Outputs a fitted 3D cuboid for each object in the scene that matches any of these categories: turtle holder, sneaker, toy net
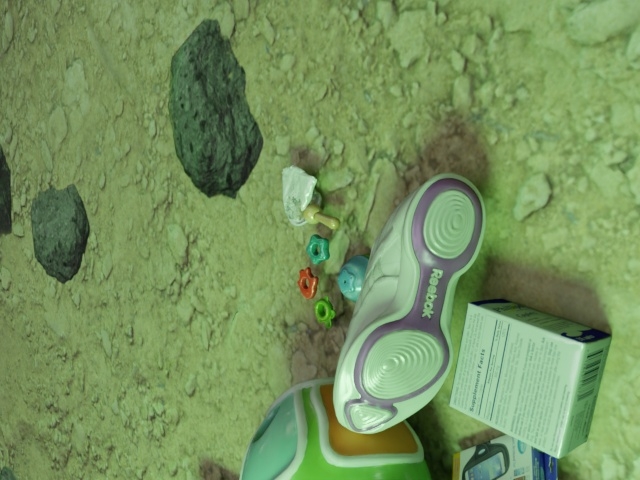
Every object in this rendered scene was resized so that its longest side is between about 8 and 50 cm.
[{"bbox_3d":[0.010,0.322,0.884,0.320,0.243,0.228,99,159,-54],"label":"turtle holder"},{"bbox_3d":[0.098,0.074,0.795,0.152,0.114,0.305,-166,100,-81],"label":"sneaker"},{"bbox_3d":[0.000,0.000,0.972,0.122,0.045,0.232,-45,61,40],"label":"toy net"}]

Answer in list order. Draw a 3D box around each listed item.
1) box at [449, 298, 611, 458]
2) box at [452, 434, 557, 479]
[{"bbox_3d":[0.222,0.141,0.738,0.137,0.072,0.126,19,106,42],"label":"box"},{"bbox_3d":[0.204,0.263,0.770,0.136,0.028,0.081,-41,25,41],"label":"box"}]
